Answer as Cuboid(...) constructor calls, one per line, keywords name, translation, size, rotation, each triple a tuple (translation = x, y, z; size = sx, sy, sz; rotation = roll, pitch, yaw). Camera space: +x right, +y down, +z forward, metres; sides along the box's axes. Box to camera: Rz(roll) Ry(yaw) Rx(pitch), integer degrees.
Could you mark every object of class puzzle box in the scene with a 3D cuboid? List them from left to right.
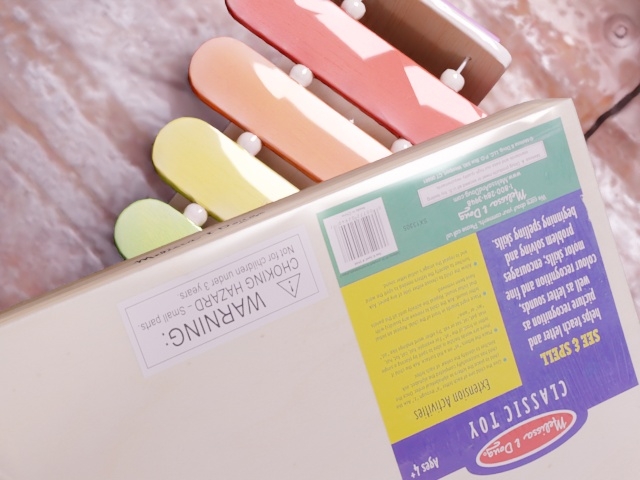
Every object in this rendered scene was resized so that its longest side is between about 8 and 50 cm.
Cuboid(name="puzzle box", translation=(-0.005, 0.118, 0.825), size=(0.409, 0.052, 0.272), rotation=(-22, 101, -19))

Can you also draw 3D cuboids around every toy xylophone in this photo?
Cuboid(name="toy xylophone", translation=(0.000, 0.000, 0.899), size=(0.236, 0.081, 0.323), rotation=(28, 78, -2))
